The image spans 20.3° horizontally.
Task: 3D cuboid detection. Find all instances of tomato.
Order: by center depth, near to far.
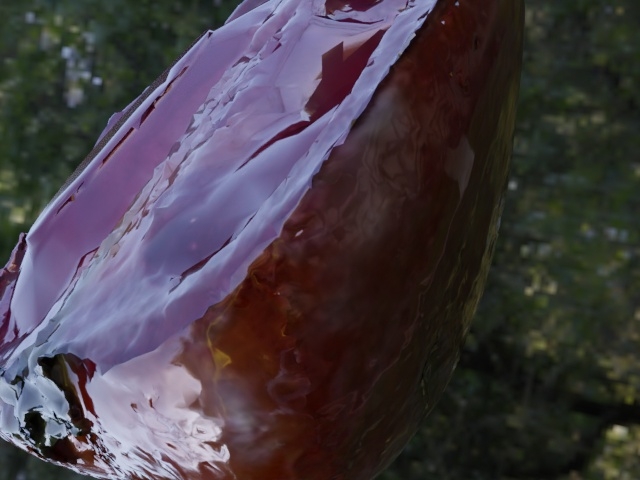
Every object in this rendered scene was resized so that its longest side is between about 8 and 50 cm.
[{"bbox_3d":[0.000,0.000,0.451,0.099,0.189,0.173,46,-119,-19],"label":"tomato"}]
